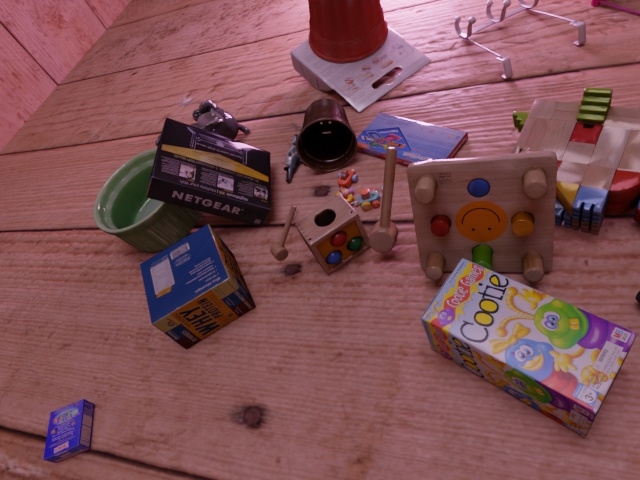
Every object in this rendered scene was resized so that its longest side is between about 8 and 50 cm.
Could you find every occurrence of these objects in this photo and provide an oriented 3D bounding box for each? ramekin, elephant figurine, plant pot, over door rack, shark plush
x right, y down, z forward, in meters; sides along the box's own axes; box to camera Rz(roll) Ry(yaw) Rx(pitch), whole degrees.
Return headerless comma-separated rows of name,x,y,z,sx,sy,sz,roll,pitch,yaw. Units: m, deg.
ramekin,-0.494,-0.113,1.303,0.304,0.148,0.303,-13,54,18
elephant figurine,-0.369,-0.333,1.407,0.186,0.169,0.239,-27,26,23
plant pot,0.015,-0.310,1.247,0.167,0.166,0.165,-15,43,12
over door rack,0.569,-0.635,1.287,0.240,0.108,0.324,-24,48,6
plant pot,0.070,-0.760,1.382,0.273,0.265,0.272,-4,64,9
shark plush,-0.067,-0.244,1.298,0.067,0.073,0.161,21,54,0

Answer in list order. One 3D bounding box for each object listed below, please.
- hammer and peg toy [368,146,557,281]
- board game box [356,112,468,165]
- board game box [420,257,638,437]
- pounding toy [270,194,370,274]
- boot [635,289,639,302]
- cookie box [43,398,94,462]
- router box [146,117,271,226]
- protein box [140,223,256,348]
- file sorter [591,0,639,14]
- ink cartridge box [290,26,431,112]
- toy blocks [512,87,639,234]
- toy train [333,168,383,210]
hammer and peg toy,0.255,-0.046,0.860,0.362,0.265,0.127,0,35,23
board game box,0.236,-0.269,1.199,0.281,0.027,0.145,27,66,37
board game box,0.331,0.170,0.735,0.275,0.144,0.142,27,69,37
pounding toy,-0.008,-0.002,0.993,0.206,0.181,0.094,-34,49,-4
boot,0.662,0.105,0.683,0.237,0.085,0.178,-26,50,11
cookie box,-0.566,0.429,0.994,0.092,0.040,0.107,-23,48,5
router box,-0.290,-0.185,1.201,0.081,0.309,0.242,-53,31,42
protein box,-0.298,0.108,1.064,0.200,0.136,0.201,-31,48,-2
file sorter,0.880,-0.781,1.146,0.202,0.290,0.182,-36,51,-6
ink cartridge box,0.129,-0.599,1.493,0.308,0.091,0.385,-37,65,-8
toy blocks,0.541,-0.137,0.886,0.382,0.191,0.260,18,75,34
toy train,0.096,-0.142,1.148,0.166,0.046,0.125,19,64,34
